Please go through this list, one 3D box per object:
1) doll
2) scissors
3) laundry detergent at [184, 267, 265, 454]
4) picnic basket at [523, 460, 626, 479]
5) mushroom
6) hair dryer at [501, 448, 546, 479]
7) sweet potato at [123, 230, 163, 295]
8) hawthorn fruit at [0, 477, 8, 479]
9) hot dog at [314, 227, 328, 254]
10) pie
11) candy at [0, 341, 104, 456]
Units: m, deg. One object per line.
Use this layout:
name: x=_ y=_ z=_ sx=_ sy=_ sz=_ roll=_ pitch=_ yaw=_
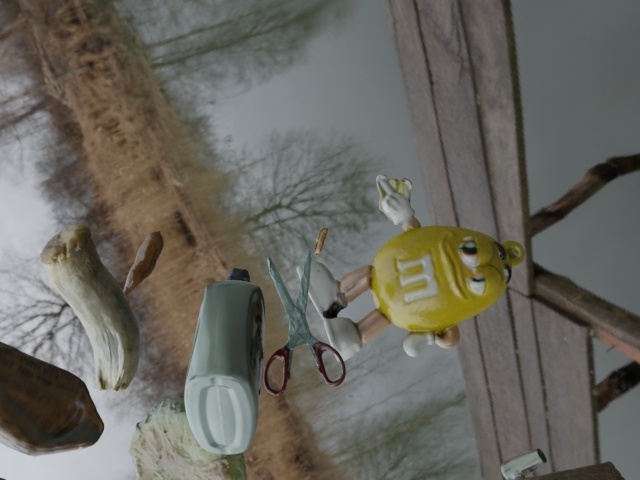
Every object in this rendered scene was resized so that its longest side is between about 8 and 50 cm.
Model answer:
doll: x=0.165 y=0.073 z=1.277 sx=0.348 sy=0.423 sz=0.161 roll=41 pitch=174 yaw=5
scissors: x=-0.041 y=0.141 z=1.120 sx=0.017 sy=0.144 sz=0.248 roll=65 pitch=-165 yaw=-72
laundry detergent: x=-0.141 y=0.163 z=0.994 sx=0.281 sy=0.105 sz=0.215 roll=-93 pitch=2 yaw=-52
picnic basket: x=0.474 y=0.474 z=1.190 sx=0.055 sy=0.193 sz=0.110 roll=67 pitch=-157 yaw=-9
mushroom: x=-0.432 y=0.136 z=1.228 sx=0.095 sy=0.122 sz=0.351 roll=14 pitch=125 yaw=48
hair dryer: x=0.489 y=0.577 z=1.499 sx=0.054 sy=0.106 sz=0.154 roll=38 pitch=-146 yaw=-21
sweet potato: x=-0.424 y=0.062 z=1.511 sx=0.056 sy=0.195 sz=0.056 roll=19 pitch=157 yaw=8
hawthorn fruit: x=-0.553 y=0.457 z=1.071 sx=0.067 sy=0.066 sz=0.103 roll=80 pitch=167 yaw=-48
hot dog: x=0.000 y=0.000 z=1.747 sx=0.021 sy=0.083 sz=0.037 roll=22 pitch=158 yaw=-12
pie: x=-0.272 y=0.463 z=1.302 sx=0.306 sy=0.071 sz=0.307 roll=4 pitch=98 yaw=33
candy: x=-0.384 y=0.157 z=0.717 sx=0.143 sy=0.101 sz=0.271 roll=-5 pitch=141 yaw=39
